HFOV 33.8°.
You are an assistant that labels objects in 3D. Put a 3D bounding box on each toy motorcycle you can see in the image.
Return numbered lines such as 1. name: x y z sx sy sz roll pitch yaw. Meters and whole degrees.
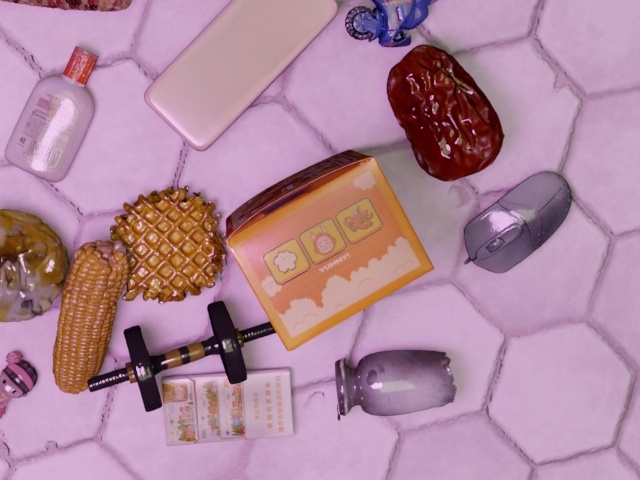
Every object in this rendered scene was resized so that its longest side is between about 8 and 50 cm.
1. toy motorcycle: 0.139 -0.393 1.749 0.205 0.076 0.114 -44 107 -1

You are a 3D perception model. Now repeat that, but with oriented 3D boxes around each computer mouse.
1. computer mouse: 0.339 -0.031 1.808 0.229 0.068 0.113 -41 97 0

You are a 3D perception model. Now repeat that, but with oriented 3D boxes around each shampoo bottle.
1. shampoo bottle: -0.429 -0.211 1.726 0.108 0.051 0.221 26 93 -7

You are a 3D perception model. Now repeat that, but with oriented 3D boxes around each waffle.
1. waffle: -0.253 0.009 1.761 0.197 0.070 0.193 -13 97 -6

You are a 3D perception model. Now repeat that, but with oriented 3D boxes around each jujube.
1. jujube: 0.199 -0.209 1.737 0.155 0.155 0.230 -35 92 0

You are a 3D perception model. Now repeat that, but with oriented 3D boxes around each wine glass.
1. wine glass: 0.125 0.243 1.798 0.204 0.111 0.111 -6 97 -1

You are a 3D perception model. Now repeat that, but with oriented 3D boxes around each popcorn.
1. popcorn: -0.512 0.048 1.682 0.197 0.212 0.198 1 92 29

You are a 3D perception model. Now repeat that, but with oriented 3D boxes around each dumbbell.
1. dumbbell: -0.224 0.189 1.735 0.325 0.143 0.143 -16 98 -10

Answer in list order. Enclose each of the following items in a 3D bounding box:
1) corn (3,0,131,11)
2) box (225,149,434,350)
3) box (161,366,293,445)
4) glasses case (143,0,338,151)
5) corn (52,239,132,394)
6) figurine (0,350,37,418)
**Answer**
1. corn: -0.439 -0.422 1.679 0.289 0.098 0.098 5 96 -5
2. box: 0.000 0.000 1.672 0.259 0.283 0.214 -31 100 -1
3. box: -0.159 0.286 1.816 0.220 0.032 0.122 -4 95 -4
4. glasses case: -0.130 -0.307 1.729 0.336 0.076 0.144 -45 98 1
5. corn: -0.382 0.128 1.717 0.101 0.101 0.292 16 118 -7
6. figurine: -0.534 0.249 1.772 0.129 0.054 0.072 -43 84 8
